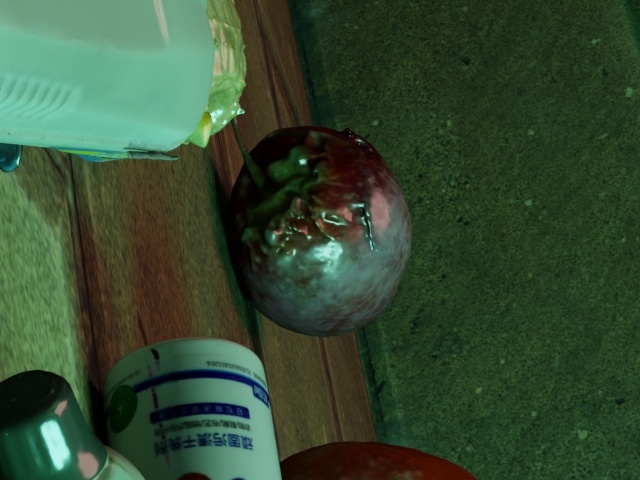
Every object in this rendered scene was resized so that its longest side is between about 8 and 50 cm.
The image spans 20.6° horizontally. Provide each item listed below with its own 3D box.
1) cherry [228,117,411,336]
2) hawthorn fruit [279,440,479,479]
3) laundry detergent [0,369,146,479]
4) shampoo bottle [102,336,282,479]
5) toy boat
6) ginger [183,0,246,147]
[{"bbox_3d":[0.000,0.000,1.686,0.250,0.175,0.192,75,-8,-55],"label":"cherry"},{"bbox_3d":[0.033,0.239,1.048,0.272,0.241,0.242,61,16,-86],"label":"hawthorn fruit"},{"bbox_3d":[-0.085,0.152,0.716,0.099,0.070,0.226,-83,161,-59],"label":"laundry detergent"},{"bbox_3d":[-0.053,0.198,0.878,0.092,0.092,0.303,71,8,-55],"label":"shampoo bottle"},{"bbox_3d":[-0.117,-0.088,0.634,0.269,0.140,0.141,29,47,-83],"label":"toy boat"},{"bbox_3d":[-0.106,-0.138,1.071,0.216,0.102,0.157,60,-1,31],"label":"ginger"}]
